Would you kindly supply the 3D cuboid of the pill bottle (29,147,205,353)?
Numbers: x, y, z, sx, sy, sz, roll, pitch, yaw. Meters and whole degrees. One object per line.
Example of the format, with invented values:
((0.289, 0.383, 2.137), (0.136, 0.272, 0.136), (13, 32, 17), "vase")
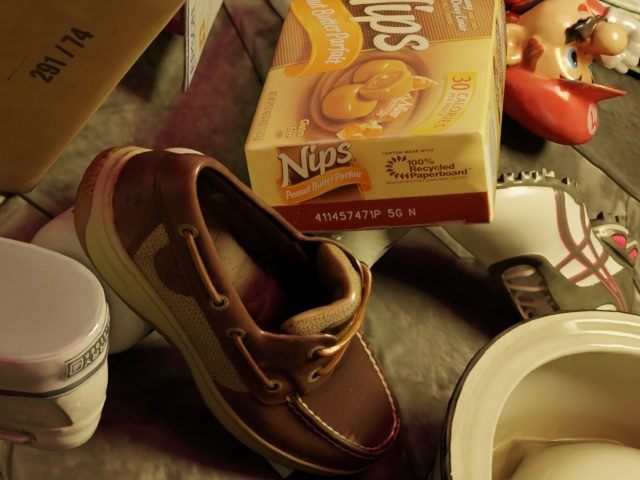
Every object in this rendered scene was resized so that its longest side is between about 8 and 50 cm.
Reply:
((-0.144, 0.016, 1.371), (0.108, 0.108, 0.193), (46, 41, 5), "pill bottle")

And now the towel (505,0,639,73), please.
((0.301, -0.336, 2.039), (0.320, 0.090, 0.374), (21, 45, -24), "towel")

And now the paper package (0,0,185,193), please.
((-0.264, -0.207, 1.307), (0.309, 0.325, 0.168), (14, 48, -30), "paper package")

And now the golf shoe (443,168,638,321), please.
((0.190, 0.020, 1.594), (0.273, 0.105, 0.120), (24, 58, -47), "golf shoe")

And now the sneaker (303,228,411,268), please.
((0.000, 0.000, 1.534), (0.237, 0.086, 0.085), (-37, 110, -38), "sneaker")

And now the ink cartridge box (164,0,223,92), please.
((-0.101, -0.348, 1.568), (0.071, 0.324, 0.330), (10, 42, 8), "ink cartridge box")

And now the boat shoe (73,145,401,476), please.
((-0.025, 0.053, 1.327), (0.342, 0.123, 0.123), (51, 47, -35), "boat shoe")

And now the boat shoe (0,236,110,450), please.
((-0.299, 0.051, 1.209), (0.367, 0.156, 0.136), (15, 45, 13), "boat shoe")

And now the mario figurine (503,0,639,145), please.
((0.237, -0.249, 1.779), (0.198, 0.170, 0.320), (-3, 87, -18), "mario figurine")

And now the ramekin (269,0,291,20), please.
((0.047, -0.271, 1.768), (0.207, 0.109, 0.207), (21, 44, -22), "ramekin")

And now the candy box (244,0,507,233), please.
((0.054, -0.122, 1.550), (0.183, 0.087, 0.316), (-3, 30, 10), "candy box")

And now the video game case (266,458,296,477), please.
((-0.022, 0.119, 1.452), (0.087, 0.011, 0.122), (47, 41, 5), "video game case")

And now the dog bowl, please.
((0.246, 0.253, 1.407), (0.408, 0.150, 0.408), (16, 44, -16), "dog bowl")
